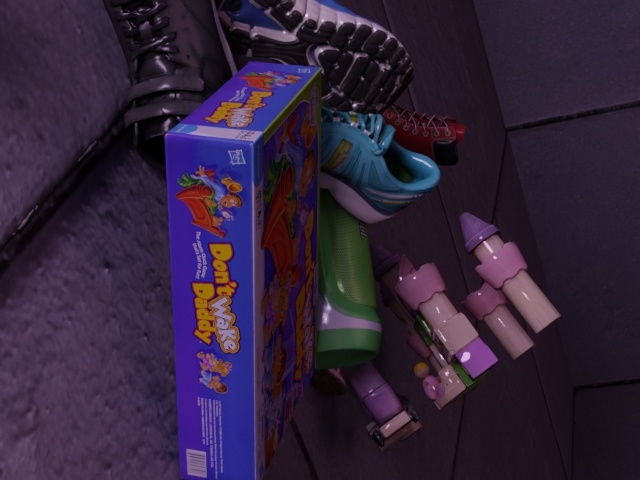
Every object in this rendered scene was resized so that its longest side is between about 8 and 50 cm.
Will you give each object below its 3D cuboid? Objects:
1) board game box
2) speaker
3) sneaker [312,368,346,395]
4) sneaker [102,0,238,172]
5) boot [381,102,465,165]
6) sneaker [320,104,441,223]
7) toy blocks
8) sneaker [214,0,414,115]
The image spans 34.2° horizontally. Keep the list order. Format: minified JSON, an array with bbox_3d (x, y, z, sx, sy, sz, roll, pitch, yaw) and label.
[{"bbox_3d":[-0.066,0.027,1.004,0.233,0.078,0.347,-60,154,-61],"label":"board game box"},{"bbox_3d":[0.000,0.000,1.260,0.131,0.131,0.296,35,45,-63],"label":"speaker"},{"bbox_3d":[0.005,0.148,1.340,0.118,0.042,0.067,56,34,-44],"label":"sneaker"},{"bbox_3d":[-0.151,-0.185,0.975,0.296,0.104,0.147,66,18,-44],"label":"sneaker"},{"bbox_3d":[0.132,-0.202,1.660,0.244,0.176,0.088,58,31,-44],"label":"boot"},{"bbox_3d":[0.024,-0.117,1.155,0.275,0.110,0.107,29,53,-38],"label":"sneaker"},{"bbox_3d":[0.133,0.108,1.488,0.260,0.309,0.288,54,-8,14],"label":"toy blocks"},{"bbox_3d":[-0.022,-0.257,1.224,0.330,0.130,0.147,28,26,-35],"label":"sneaker"}]
